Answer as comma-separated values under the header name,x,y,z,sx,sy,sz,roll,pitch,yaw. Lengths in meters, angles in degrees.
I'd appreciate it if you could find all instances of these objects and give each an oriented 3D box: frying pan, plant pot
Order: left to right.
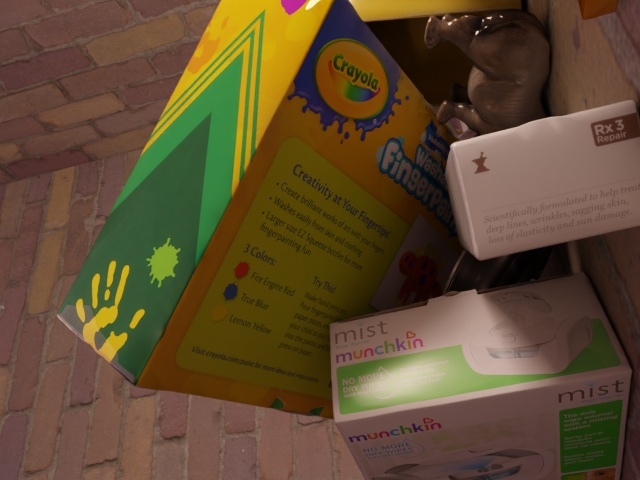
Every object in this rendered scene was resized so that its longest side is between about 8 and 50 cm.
name,x,y,z,sx,sy,sz,roll,pitch,yaw
plant pot,0.119,-0.288,0.698,0.212,0.213,0.187,42,-129,-72
frying pan,0.225,0.067,0.727,0.053,0.197,0.326,35,167,34

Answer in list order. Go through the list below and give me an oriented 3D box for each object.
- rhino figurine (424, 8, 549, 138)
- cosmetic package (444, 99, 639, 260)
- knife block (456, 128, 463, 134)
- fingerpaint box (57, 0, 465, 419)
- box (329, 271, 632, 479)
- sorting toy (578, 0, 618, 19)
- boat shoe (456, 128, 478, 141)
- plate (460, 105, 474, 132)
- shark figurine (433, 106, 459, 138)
name,x,y,z,sx,sy,sz,roll,pitch,yaw
rhino figurine,0.179,-0.137,0.607,0.073,0.107,0.243,-65,-28,-22
cosmetic package,0.166,-0.039,0.476,0.231,0.118,0.085,-15,-88,-78
knife block,0.314,-0.220,1.371,0.275,0.088,0.241,64,-163,-49
fingerpaint box,0.000,0.000,0.690,0.445,0.163,0.370,30,-94,-51
box,0.165,0.171,0.625,0.126,0.262,0.231,-92,-14,-47
sorting toy,0.118,-0.232,0.224,0.307,0.041,0.228,24,-123,-69
boat shoe,0.239,-0.127,0.880,0.267,0.088,0.096,-67,-37,-71
plate,0.249,-0.330,1.042,0.277,0.045,0.277,54,-155,-62
shark figurine,0.193,-0.257,1.031,0.166,0.116,0.278,44,179,34
